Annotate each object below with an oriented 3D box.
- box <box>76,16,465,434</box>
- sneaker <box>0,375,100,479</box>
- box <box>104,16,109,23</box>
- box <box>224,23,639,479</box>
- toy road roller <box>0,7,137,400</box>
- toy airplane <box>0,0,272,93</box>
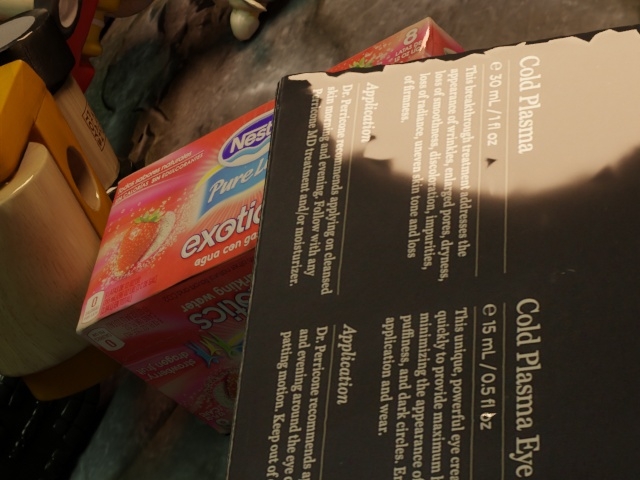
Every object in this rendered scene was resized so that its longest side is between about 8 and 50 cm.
[{"bbox_3d":[0.000,0.000,1.205,0.300,0.154,0.142,-25,39,36],"label":"box"},{"bbox_3d":[-0.282,0.205,1.410,0.124,0.107,0.283,-11,41,58],"label":"sneaker"},{"bbox_3d":[-0.348,-0.270,1.809,0.184,0.261,0.103,-57,29,-10],"label":"box"},{"bbox_3d":[0.137,0.075,0.830,0.312,0.179,0.343,-8,47,16],"label":"box"},{"bbox_3d":[-0.276,-0.010,1.377,0.240,0.202,0.329,-23,25,9],"label":"toy road roller"},{"bbox_3d":[-0.208,-0.309,1.622,0.384,0.272,0.386,-32,67,-1],"label":"toy airplane"}]
